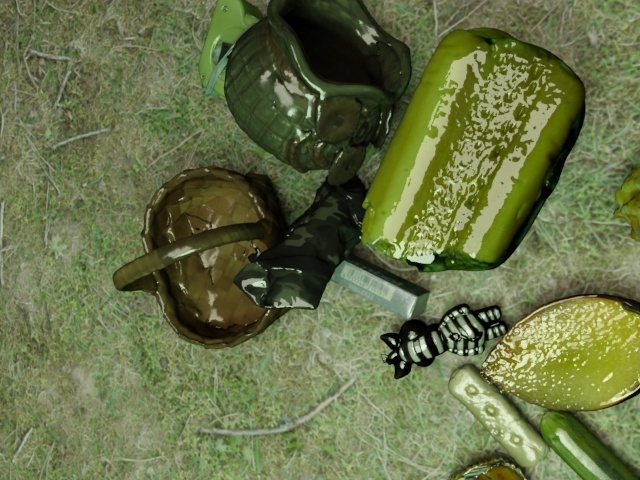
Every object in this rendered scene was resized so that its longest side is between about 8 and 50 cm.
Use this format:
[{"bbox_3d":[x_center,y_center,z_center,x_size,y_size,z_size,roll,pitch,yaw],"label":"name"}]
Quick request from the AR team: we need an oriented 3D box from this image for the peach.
[{"bbox_3d":[0.393,0.176,0.997,0.279,0.068,0.189,-12,93,19],"label":"peach"}]

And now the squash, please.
[{"bbox_3d":[0.437,0.355,0.982,0.229,0.066,0.066,43,105,15],"label":"squash"}]

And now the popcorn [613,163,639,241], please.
[{"bbox_3d":[0.524,-0.050,0.905,0.174,0.142,0.173,-10,68,26],"label":"popcorn"}]

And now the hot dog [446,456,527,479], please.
[{"bbox_3d":[0.313,0.487,1.025,0.163,0.082,0.270,-37,76,17],"label":"hot dog"}]

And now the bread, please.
[{"bbox_3d":[0.237,-0.130,0.982,0.251,0.208,0.376,25,101,8],"label":"bread"}]

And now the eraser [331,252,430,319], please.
[{"bbox_3d":[0.083,0.069,1.111,0.213,0.092,0.046,26,101,21],"label":"eraser"}]

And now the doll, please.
[{"bbox_3d":[0.206,0.166,1.075,0.219,0.067,0.091,-21,97,15],"label":"doll"}]

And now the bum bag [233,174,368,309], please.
[{"bbox_3d":[0.000,0.000,1.054,0.144,0.340,0.095,22,137,20],"label":"bum bag"}]

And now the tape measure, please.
[{"bbox_3d":[-0.151,-0.352,1.199,0.175,0.106,0.200,30,103,23],"label":"tape measure"}]

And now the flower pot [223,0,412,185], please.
[{"bbox_3d":[0.003,-0.254,1.036,0.301,0.302,0.213,56,135,13],"label":"flower pot"}]

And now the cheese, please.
[{"bbox_3d":[0.295,0.290,1.053,0.194,0.043,0.065,46,101,18],"label":"cheese"}]

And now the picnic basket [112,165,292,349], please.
[{"bbox_3d":[-0.214,0.031,1.116,0.293,0.337,0.337,-22,82,21],"label":"picnic basket"}]
